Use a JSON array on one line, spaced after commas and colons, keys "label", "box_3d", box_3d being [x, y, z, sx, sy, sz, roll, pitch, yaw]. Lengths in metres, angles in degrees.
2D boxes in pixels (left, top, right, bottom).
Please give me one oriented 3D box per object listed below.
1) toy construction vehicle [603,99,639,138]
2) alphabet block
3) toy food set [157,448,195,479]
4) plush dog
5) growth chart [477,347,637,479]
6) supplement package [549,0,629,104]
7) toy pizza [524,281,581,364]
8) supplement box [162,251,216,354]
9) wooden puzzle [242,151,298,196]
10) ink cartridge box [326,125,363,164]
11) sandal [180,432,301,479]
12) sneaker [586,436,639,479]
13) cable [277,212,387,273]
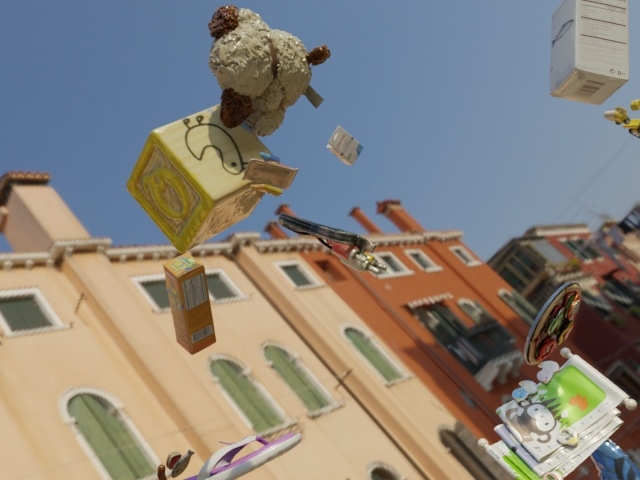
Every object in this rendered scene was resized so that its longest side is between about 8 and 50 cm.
[{"label": "toy construction vehicle", "box_3d": [0.514, -0.197, 1.224, 0.098, 0.086, 0.035, 20, -92, -20]}, {"label": "alphabet block", "box_3d": [-0.231, -0.125, 1.506, 0.197, 0.192, 0.193, -35, -12, -43]}, {"label": "toy food set", "box_3d": [-0.282, 0.436, 1.395, 0.078, 0.019, 0.122, 29, -87, -50]}, {"label": "plush dog", "box_3d": [-0.121, -0.335, 1.470, 0.225, 0.211, 0.262, -18, -80, -54]}, {"label": "growth chart", "box_3d": [0.354, 0.274, 1.159, 0.237, 0.172, 0.021, -40, -46, -18]}, {"label": "supplement package", "box_3d": [0.488, -0.356, 1.390, 0.105, 0.105, 0.179, 118, 160, -71]}, {"label": "toy pizza", "box_3d": [0.497, 0.179, 1.604, 0.201, 0.032, 0.201, -31, -43, -33]}, {"label": "supplement box", "box_3d": [-0.304, 0.148, 1.777, 0.080, 0.078, 0.233, -24, -52, -32]}, {"label": "wooden puzzle", "box_3d": [-0.073, -0.097, 1.102, 0.079, 0.014, 0.116, 12, -22, -18]}, {"label": "ink cartridge box", "box_3d": [0.047, -0.204, 1.626, 0.083, 0.028, 0.048, 37, -102, -34]}, {"label": "sandal", "box_3d": [-0.249, 0.565, 1.943, 0.416, 0.102, 0.169, -25, -9, -4]}, {"label": "sneaker", "box_3d": [0.476, 0.396, 1.200, 0.082, 0.209, 0.069, -36, -27, -2]}, {"label": "cable", "box_3d": [0.000, 0.000, 1.597, 0.139, 0.287, 0.072, 27, -98, -56]}]
